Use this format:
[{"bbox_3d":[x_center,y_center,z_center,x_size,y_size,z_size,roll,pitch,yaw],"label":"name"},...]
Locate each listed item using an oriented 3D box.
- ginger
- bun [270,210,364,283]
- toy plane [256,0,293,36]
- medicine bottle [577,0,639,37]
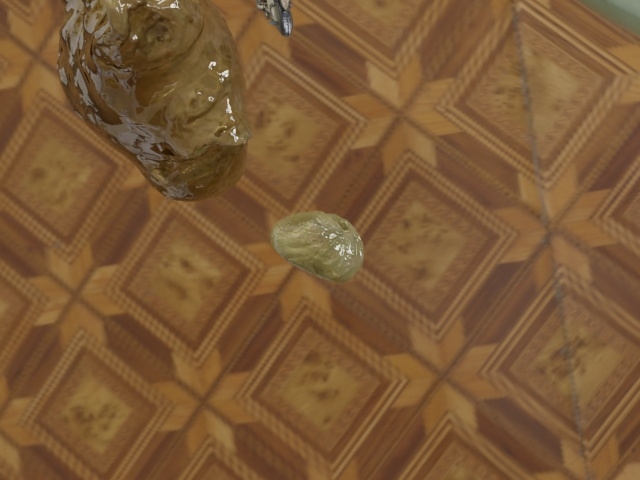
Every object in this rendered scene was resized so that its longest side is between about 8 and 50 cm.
[{"bbox_3d":[-0.128,-0.143,0.976,0.123,0.270,0.219,-37,78,-18],"label":"ginger"},{"bbox_3d":[0.000,0.000,1.512,0.115,0.115,0.069,29,99,15],"label":"bun"},{"bbox_3d":[-0.046,-0.256,1.390,0.078,0.031,0.083,-30,62,50],"label":"toy plane"},{"bbox_3d":[0.126,-0.095,0.456,0.208,0.090,0.054,44,117,36],"label":"medicine bottle"}]
